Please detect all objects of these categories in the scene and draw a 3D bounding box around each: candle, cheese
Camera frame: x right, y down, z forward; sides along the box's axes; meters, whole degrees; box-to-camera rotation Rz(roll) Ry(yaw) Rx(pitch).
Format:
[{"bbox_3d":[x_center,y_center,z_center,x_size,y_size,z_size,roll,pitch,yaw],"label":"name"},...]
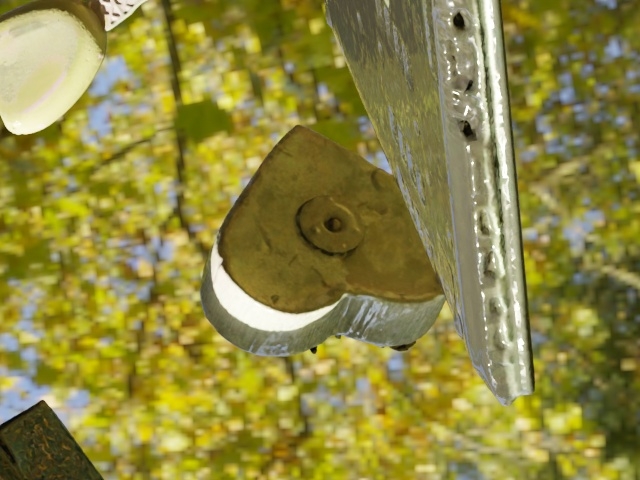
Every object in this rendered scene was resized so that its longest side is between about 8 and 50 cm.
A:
[{"bbox_3d":[0.000,0.000,1.321,0.192,0.068,0.168,-5,-123,-25],"label":"candle"},{"bbox_3d":[-0.196,-0.171,1.472,0.097,0.192,0.037,55,-168,-1],"label":"cheese"}]

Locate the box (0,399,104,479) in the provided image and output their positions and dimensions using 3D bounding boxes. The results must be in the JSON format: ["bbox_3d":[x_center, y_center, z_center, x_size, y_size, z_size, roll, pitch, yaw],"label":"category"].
[{"bbox_3d":[-0.190,0.298,1.325,0.116,0.261,0.279,-30,-104,-37],"label":"box"}]

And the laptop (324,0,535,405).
[{"bbox_3d":[0.015,-0.063,0.421,0.180,0.016,0.129,-108,7,-55],"label":"laptop"}]
